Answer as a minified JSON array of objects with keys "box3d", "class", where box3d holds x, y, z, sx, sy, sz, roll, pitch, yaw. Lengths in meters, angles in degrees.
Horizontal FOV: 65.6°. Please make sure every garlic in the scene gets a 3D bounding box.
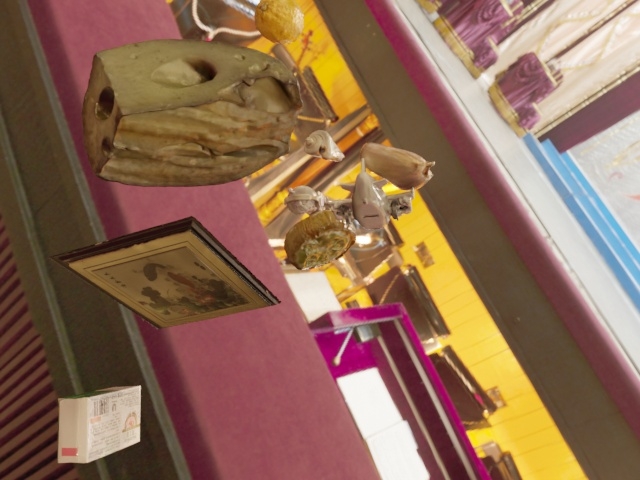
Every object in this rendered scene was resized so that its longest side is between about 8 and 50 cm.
[{"box3d":[0.216,-0.206,1.403,0.217,0.110,0.228,16,11,-23],"class":"garlic"}]

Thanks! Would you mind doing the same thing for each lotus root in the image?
[{"box3d":[-0.199,-0.200,0.776,0.314,0.210,0.142,-6,52,-29],"class":"lotus root"}]

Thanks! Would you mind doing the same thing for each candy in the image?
[{"box3d":[0.000,0.000,1.711,0.260,0.260,0.118,12,45,-53],"class":"candy"}]

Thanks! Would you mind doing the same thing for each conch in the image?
[{"box3d":[0.014,-0.300,1.660,0.176,0.104,0.094,40,67,-45],"class":"conch"}]

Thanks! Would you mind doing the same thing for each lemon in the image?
[{"box3d":[-0.105,-0.552,1.238,0.155,0.114,0.114,-1,59,-60],"class":"lemon"}]

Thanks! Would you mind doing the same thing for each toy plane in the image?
[{"box3d":[0.138,-0.113,1.393,0.252,0.252,0.118,30,52,-40],"class":"toy plane"}]

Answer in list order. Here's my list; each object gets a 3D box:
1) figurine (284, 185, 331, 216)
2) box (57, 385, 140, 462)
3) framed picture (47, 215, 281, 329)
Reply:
[{"box3d":[-0.053,-0.140,1.990,0.236,0.162,0.141,25,64,-54],"class":"figurine"},{"box3d":[-0.496,0.411,1.128,0.199,0.081,0.135,31,54,-72],"class":"box"},{"box3d":[-0.175,0.051,0.582,0.195,0.199,0.010,53,31,-46],"class":"framed picture"}]
